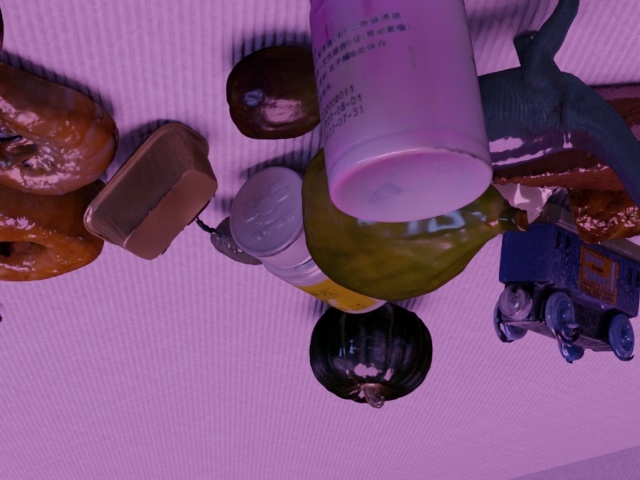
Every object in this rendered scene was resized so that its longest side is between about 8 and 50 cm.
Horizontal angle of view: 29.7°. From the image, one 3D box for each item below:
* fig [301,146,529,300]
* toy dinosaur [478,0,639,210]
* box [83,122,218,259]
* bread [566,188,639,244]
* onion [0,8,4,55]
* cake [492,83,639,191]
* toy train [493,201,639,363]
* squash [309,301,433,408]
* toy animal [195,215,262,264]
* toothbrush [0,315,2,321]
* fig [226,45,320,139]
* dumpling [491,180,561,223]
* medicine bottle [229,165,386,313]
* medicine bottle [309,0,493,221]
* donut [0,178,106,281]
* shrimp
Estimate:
[{"bbox_3d":[0.116,-0.056,1.411,0.233,0.233,0.314,15,149,-38],"label":"fig"},{"bbox_3d":[0.182,-0.085,1.239,0.383,0.330,0.129,-16,151,18],"label":"toy dinosaur"},{"bbox_3d":[-0.203,-0.058,1.465,0.177,0.111,0.111,-47,145,8],"label":"box"},{"bbox_3d":[0.422,-0.061,1.620,0.172,0.103,0.132,-15,156,14],"label":"bread"},{"bbox_3d":[-0.414,-0.151,1.054,0.273,0.285,0.273,-7,178,0],"label":"onion"},{"bbox_3d":[0.323,-0.118,1.456,0.295,0.116,0.113,-2,155,-9],"label":"cake"},{"bbox_3d":[0.368,0.069,1.785,0.131,0.202,0.300,-5,162,42],"label":"toy train"},{"bbox_3d":[0.082,0.184,2.006,0.218,0.172,0.218,24,163,8],"label":"squash"},{"bbox_3d":[-0.123,-0.022,1.622,0.070,0.079,0.253,-9,155,28],"label":"toy animal"},{"bbox_3d":[-0.613,0.160,1.979,0.294,0.028,0.026,-23,149,35],"label":"toothbrush"},{"bbox_3d":[-0.025,-0.164,1.309,0.155,0.103,0.109,-15,-167,-5],"label":"fig"},{"bbox_3d":[0.238,-0.080,1.556,0.127,0.108,0.188,22,169,-5],"label":"dumpling"},{"bbox_3d":[0.000,0.000,1.621,0.143,0.143,0.258,-18,152,26],"label":"medicine bottle"},{"bbox_3d":[0.070,-0.161,1.138,0.152,0.254,0.152,-4,156,-2],"label":"medicine bottle"},{"bbox_3d":[-0.378,-0.029,1.510,0.227,0.113,0.226,-4,158,-2],"label":"donut"},{"bbox_3d":[-0.346,-0.128,1.327,0.152,0.063,0.287,-39,139,21],"label":"shrimp"}]
